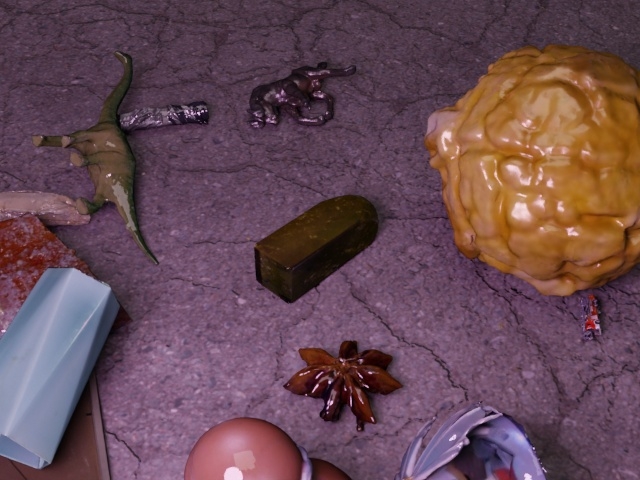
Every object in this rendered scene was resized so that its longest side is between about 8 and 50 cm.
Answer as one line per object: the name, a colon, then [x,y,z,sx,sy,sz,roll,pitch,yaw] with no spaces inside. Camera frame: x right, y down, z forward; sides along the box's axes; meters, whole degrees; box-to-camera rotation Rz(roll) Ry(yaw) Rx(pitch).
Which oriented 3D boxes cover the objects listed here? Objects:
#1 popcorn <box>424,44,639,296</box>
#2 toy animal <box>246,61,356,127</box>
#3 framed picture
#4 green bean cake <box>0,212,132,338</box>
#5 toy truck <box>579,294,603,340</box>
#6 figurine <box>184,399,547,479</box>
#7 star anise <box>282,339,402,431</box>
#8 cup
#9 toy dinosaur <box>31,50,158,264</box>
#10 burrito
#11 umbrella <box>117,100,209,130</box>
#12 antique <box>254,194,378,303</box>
popcorn: [0.360,-0.123,1.389,0.344,0.353,0.390,-2,40,-33]
toy animal: [-0.039,-0.289,1.713,0.148,0.084,0.233,29,53,25]
framed picture: [-0.385,0.315,1.127,0.241,0.020,0.324,-11,46,-14]
green bean cake: [-0.416,0.062,1.325,0.199,0.097,0.232,-21,50,-21]
toy truck: [0.416,0.119,1.373,0.032,0.024,0.083,-10,40,18]
figurine: [0.049,0.299,1.024,0.388,0.276,0.248,-12,71,-13]
star anise: [0.032,0.192,1.252,0.168,0.057,0.167,2,46,-2]
cup: [-0.360,0.156,1.147,0.148,0.134,0.235,16,59,8]
toy dinosaur: [-0.338,-0.153,1.561,0.447,0.087,0.301,56,31,9]
burrito: [-0.493,-0.046,1.458,0.230,0.058,0.063,-4,43,-6]
umbrella: [-0.302,-0.231,1.660,0.189,0.050,0.046,-7,75,-11]
antique: [0.000,0.000,1.426,0.081,0.080,0.221,34,52,28]
